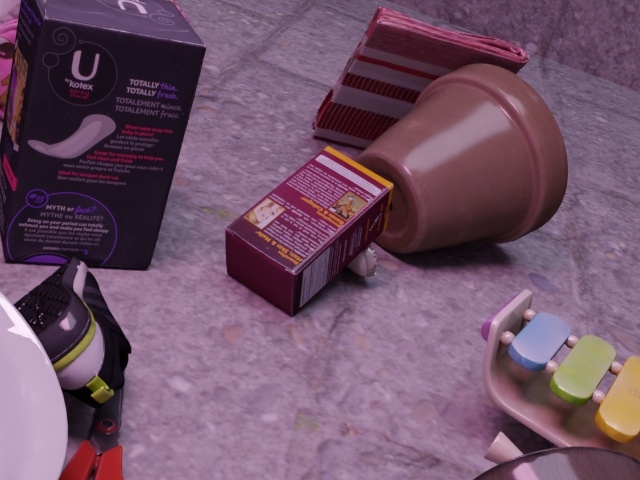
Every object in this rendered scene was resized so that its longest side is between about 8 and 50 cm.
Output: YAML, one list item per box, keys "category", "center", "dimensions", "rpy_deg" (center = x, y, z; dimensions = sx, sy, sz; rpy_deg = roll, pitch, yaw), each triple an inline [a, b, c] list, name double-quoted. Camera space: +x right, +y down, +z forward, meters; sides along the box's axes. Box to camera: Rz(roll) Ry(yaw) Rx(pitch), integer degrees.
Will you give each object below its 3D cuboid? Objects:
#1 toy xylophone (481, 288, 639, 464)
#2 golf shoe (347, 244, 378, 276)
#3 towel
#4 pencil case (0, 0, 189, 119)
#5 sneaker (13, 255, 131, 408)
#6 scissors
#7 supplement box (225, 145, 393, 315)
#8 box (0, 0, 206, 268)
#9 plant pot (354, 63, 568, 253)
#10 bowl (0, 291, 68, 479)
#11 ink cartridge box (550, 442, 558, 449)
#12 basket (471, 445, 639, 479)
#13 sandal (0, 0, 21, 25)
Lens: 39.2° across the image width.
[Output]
- category: "toy xylophone"
  center: [0.288, 0.180, 0.855]
  dimensions: [0.322, 0.081, 0.236]
  rpy_deg: [28, 28, 12]
- category: "golf shoe"
  center: [0.000, 0.000, 1.151]
  dimensions: [0.086, 0.069, 0.176]
  rpy_deg: [-26, 46, -24]
- category: "towel"
  center: [0.141, -0.228, 1.404]
  dimensions: [0.237, 0.329, 0.037]
  rpy_deg: [13, 63, -14]
- category: "pencil case"
  center: [-0.328, -0.275, 1.321]
  dimensions: [0.167, 0.160, 0.386]
  rpy_deg: [22, 26, 7]
- category: "sneaker"
  center: [-0.220, 0.089, 0.802]
  dimensions: [0.097, 0.084, 0.234]
  rpy_deg: [52, -3, -20]
- category: "scissors"
  center: [-0.171, 0.172, 0.742]
  dimensions: [0.109, 0.021, 0.297]
  rpy_deg: [14, 24, 3]
- category: "supplement box"
  center: [-0.012, -0.014, 1.053]
  dimensions: [0.104, 0.081, 0.188]
  rpy_deg: [32, 53, 23]
- category: "box"
  center: [-0.245, -0.122, 0.960]
  dimensions: [0.165, 0.270, 0.143]
  rpy_deg: [5, 31, -28]
- category: "plant pot"
  center: [0.168, -0.093, 1.251]
  dimensions: [0.229, 0.263, 0.263]
  rpy_deg: [-24, 48, -31]
- category: "bowl"
  center: [-0.325, 0.109, 0.575]
  dimensions: [0.298, 0.134, 0.298]
  rpy_deg: [41, 17, -15]
- category: "ink cartridge box"
  center: [0.279, 0.243, 0.875]
  dimensions: [0.097, 0.046, 0.207]
  rpy_deg: [22, 26, 2]
- category: "basket"
  center: [0.208, 0.285, 0.622]
  dimensions: [0.204, 0.154, 0.227]
  rpy_deg: [29, 27, -36]
- category: "sandal"
  center: [-0.402, -0.360, 1.230]
  dimensions: [0.416, 0.102, 0.169]
  rpy_deg: [-15, 17, 40]
